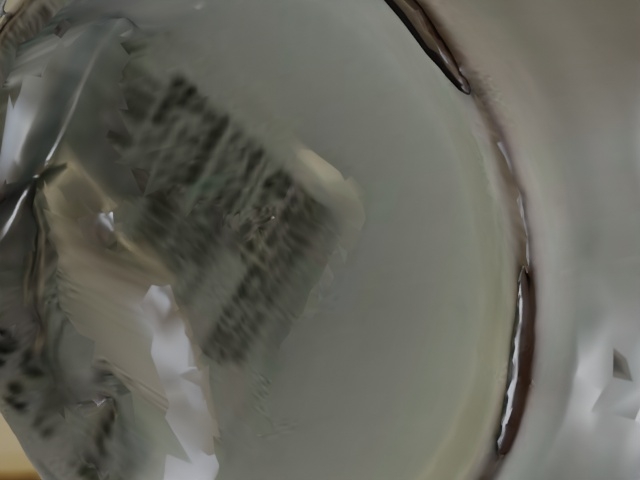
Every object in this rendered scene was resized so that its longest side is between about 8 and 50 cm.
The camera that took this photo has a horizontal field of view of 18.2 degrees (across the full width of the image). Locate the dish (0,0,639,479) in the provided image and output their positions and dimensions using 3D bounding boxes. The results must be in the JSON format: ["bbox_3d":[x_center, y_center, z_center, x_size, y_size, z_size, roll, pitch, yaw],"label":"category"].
[{"bbox_3d":[0.000,0.000,0.496,0.106,0.316,0.317,-17,-68,-53],"label":"dish"}]
